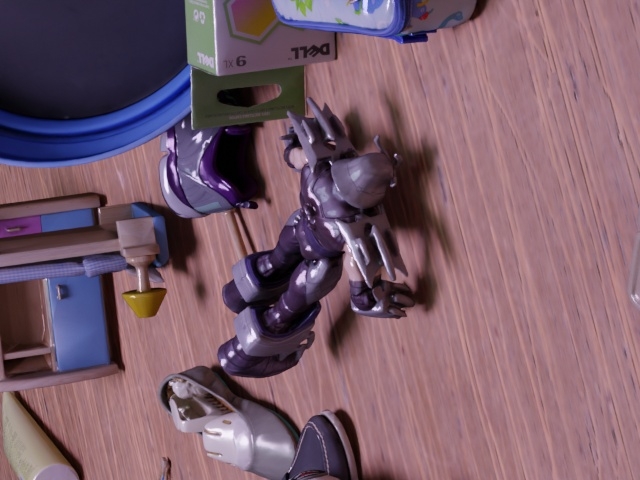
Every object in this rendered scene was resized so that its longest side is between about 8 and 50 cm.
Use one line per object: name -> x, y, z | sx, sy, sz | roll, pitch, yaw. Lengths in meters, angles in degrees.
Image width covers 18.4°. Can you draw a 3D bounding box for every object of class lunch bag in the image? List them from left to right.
lunch bag -> 0.030, -0.236, 1.463 | 0.219, 0.090, 0.176 | 22, 121, 61

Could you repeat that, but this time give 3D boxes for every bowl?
bowl -> -0.239, -0.259, 1.704 | 0.077, 0.391, 0.391 | -65, -26, -74

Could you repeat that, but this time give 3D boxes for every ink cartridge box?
ink cartridge box -> -0.050, -0.191, 1.608 | 0.062, 0.109, 0.209 | 28, 123, 59

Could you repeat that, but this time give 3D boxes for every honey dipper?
honey dipper -> -0.065, 0.031, 1.808 | 0.030, 0.030, 0.161 | 121, 136, -53

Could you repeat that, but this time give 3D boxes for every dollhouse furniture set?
dollhouse furniture set -> -0.309, 0.076, 2.011 | 0.303, 0.286, 0.198 | -159, 62, -72

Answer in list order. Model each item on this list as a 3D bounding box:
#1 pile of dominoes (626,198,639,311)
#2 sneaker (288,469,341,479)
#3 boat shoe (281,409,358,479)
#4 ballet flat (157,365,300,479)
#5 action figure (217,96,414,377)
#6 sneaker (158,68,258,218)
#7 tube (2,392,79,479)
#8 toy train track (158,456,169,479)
pile of dominoes -> 0.264, -0.012, 1.163 | 0.196, 0.040, 0.251 | 51, 149, 43
sneaker -> 0.025, 0.349, 1.670 | 0.146, 0.122, 0.331 | -143, 45, -78
boat shoe -> -0.014, 0.244, 1.737 | 0.075, 0.065, 0.206 | 45, 137, 49
ballet flat -> -0.091, 0.178, 1.862 | 0.213, 0.068, 0.072 | 30, 125, 56
action figure -> 0.000, 0.000, 1.601 | 0.285, 0.099, 0.185 | -51, 47, 52
sneaker -> -0.100, -0.133, 1.791 | 0.098, 0.083, 0.224 | -3, 100, 41
tube -> -0.356, 0.257, 2.431 | 0.070, 0.062, 0.240 | -52, 28, -3
toy train track -> -0.167, 0.269, 2.104 | 0.048, 0.014, 0.083 | -132, 46, -58
